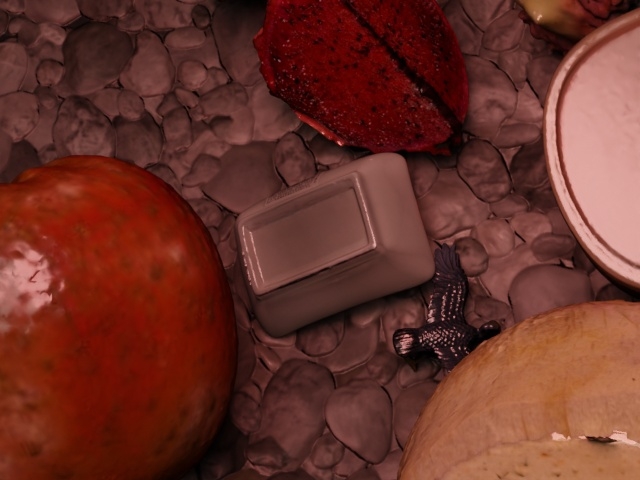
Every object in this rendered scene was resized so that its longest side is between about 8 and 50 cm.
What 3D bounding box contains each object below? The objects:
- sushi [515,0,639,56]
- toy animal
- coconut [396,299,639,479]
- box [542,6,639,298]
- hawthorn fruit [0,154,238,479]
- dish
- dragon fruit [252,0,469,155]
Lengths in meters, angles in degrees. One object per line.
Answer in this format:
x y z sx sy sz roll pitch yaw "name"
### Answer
0.285 -0.296 1.321 0.171 0.270 0.236 38 82 20 "sushi"
0.132 0.101 1.374 0.108 0.062 0.220 -14 62 11 "toy animal"
0.258 0.239 1.170 0.405 0.404 0.404 -4 76 14 "coconut"
0.369 -0.073 1.271 0.301 0.216 0.300 -3 78 16 "box"
-0.279 0.123 1.334 0.403 0.403 0.402 -4 76 14 "hawthorn fruit"
0.000 0.000 1.405 0.212 0.077 0.151 -22 72 22 "dish"
0.053 -0.201 1.418 0.261 0.163 0.189 46 71 -14 "dragon fruit"
